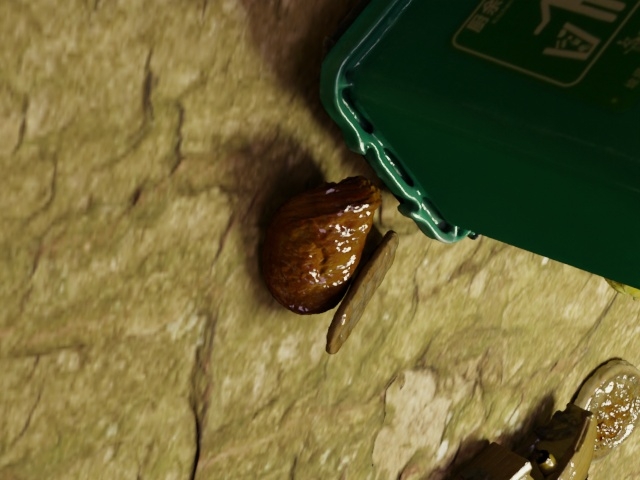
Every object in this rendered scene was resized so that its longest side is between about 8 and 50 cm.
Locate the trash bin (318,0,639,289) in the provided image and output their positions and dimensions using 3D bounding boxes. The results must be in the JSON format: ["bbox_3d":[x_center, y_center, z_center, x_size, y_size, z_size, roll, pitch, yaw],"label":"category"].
[{"bbox_3d":[0.218,-0.092,0.859,0.259,0.381,0.295,-50,134,-8],"label":"trash bin"}]

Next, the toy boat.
[{"bbox_3d":[0.211,0.308,1.251,0.321,0.089,0.121,-40,119,-19],"label":"toy boat"}]

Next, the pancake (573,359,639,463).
[{"bbox_3d":[0.378,0.228,1.397,0.151,0.025,0.152,-17,119,-34],"label":"pancake"}]

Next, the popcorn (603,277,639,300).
[{"bbox_3d":[0.395,0.014,1.237,0.141,0.162,0.135,-35,178,25],"label":"popcorn"}]

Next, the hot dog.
[{"bbox_3d":[0.002,0.001,0.937,0.099,0.065,0.147,-20,144,-34],"label":"hot dog"}]

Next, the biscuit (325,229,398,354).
[{"bbox_3d":[0.040,0.046,0.985,0.147,0.018,0.071,-56,164,-40],"label":"biscuit"}]
